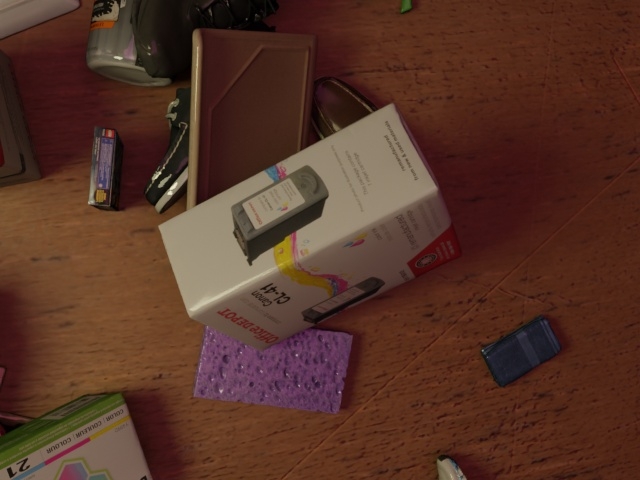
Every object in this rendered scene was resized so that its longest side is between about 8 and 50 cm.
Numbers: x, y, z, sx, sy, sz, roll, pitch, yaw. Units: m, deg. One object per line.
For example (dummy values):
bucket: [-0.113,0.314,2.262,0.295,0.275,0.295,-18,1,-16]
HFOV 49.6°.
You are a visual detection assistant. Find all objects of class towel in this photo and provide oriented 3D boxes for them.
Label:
towel: [0.308,0.170,1.063,0.119,0.029,0.067,-28,95,-12]

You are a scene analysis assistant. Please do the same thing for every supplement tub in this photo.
supplement tub: [-0.233,-0.306,0.900,0.117,0.117,0.190,8,87,-12]

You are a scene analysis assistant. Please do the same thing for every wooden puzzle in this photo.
wooden puzzle: [-0.088,-0.152,0.878,0.239,0.044,0.220,-20,122,-53]

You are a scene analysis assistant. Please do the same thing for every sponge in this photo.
sponge: [-0.066,0.174,0.979,0.210,0.031,0.117,10,88,-13]

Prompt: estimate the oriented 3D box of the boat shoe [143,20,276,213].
boat shoe: [-0.153,-0.174,0.926,0.091,0.114,0.302,36,70,-9]

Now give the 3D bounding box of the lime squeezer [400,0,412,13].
lime squeezer: [0.114,-0.503,1.021,0.110,0.059,0.310,-21,96,21]

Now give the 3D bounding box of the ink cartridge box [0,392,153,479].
ink cartridge box: [-0.301,0.342,0.849,0.189,0.097,0.255,-24,97,-49]

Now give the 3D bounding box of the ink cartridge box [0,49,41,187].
ink cartridge box: [-0.415,-0.151,0.798,0.100,0.237,0.171,-14,93,-10]

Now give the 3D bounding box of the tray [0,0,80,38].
tray: [-0.468,-0.321,0.892,0.270,0.030,0.145,-27,96,-11]

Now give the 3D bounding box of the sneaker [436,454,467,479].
sneaker: [0.185,0.412,1.016,0.083,0.071,0.190,-11,92,-7]

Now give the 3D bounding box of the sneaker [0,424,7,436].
sneaker: [-0.421,0.314,0.870,0.075,0.063,0.170,-7,96,-19]

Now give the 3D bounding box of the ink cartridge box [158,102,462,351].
ink cartridge box: [0.000,0.000,0.845,0.306,0.226,0.131,-28,65,7]

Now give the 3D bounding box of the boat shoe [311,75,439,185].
boat shoe: [0.083,-0.135,0.980,0.257,0.095,0.095,45,81,-9]

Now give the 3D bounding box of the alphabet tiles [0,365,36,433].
alphabet tiles: [-0.559,0.272,0.879,0.343,0.011,0.285,16,86,-12]

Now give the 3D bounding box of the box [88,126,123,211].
box: [-0.270,-0.087,0.880,0.027,0.137,0.093,5,89,-12]

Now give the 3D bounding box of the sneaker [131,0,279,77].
sneaker: [-0.122,-0.296,0.848,0.130,0.109,0.286,9,49,25]
